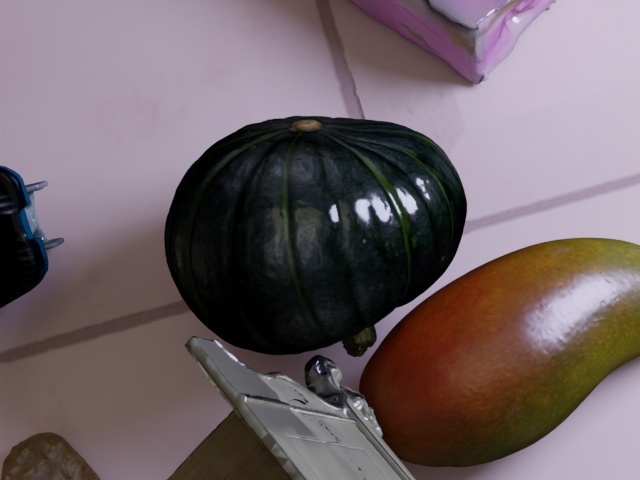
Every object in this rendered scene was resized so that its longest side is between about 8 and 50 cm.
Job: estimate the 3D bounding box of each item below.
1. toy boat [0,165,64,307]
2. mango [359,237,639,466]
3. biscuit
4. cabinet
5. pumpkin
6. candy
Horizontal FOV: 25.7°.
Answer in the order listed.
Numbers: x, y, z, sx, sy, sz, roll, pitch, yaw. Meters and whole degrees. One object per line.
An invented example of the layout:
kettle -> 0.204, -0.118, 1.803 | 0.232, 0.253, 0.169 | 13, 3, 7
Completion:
toy boat -> -0.389, 0.018, 1.285 | 0.299, 0.092, 0.134 | -13, 97, 11
mango -> 0.166, 0.082, 1.151 | 0.289, 0.129, 0.146 | -33, 64, -13
biscuit -> -0.217, 0.227, 1.207 | 0.071, 0.018, 0.147 | -41, 69, -10
cabinet -> -0.035, 0.279, 1.004 | 0.290, 0.227, 0.318 | -48, 63, 11
pumpkin -> 0.000, 0.000, 1.160 | 0.250, 0.250, 0.216 | -24, 105, -1
candy -> 0.092, -0.283, 1.309 | 0.265, 0.116, 0.155 | 36, 77, 20
